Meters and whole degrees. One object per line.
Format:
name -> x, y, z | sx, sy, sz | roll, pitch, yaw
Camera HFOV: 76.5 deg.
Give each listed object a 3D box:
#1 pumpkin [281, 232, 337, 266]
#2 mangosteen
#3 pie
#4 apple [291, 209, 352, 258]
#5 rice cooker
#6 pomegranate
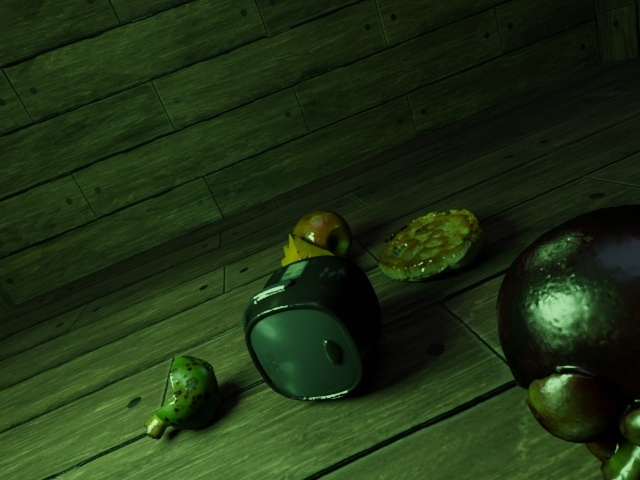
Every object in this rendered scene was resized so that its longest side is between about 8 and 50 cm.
pumpkin -> -0.013, 0.109, 1.151 | 0.149, 0.131, 0.254 | -3, 49, -27
mangosteen -> 0.374, 0.129, 0.484 | 0.306, 0.307, 0.347 | -9, 51, 31
pie -> 0.297, 0.016, 1.107 | 0.314, 0.093, 0.315 | -24, 18, 8
apple -> 0.000, 0.000, 1.277 | 0.195, 0.196, 0.196 | -19, 20, 7
rice cooker -> -0.011, 0.163, 0.806 | 0.267, 0.267, 0.224 | -14, 20, 20
pomegranate -> -0.272, 0.330, 0.833 | 0.143, 0.122, 0.169 | 132, 161, -71
